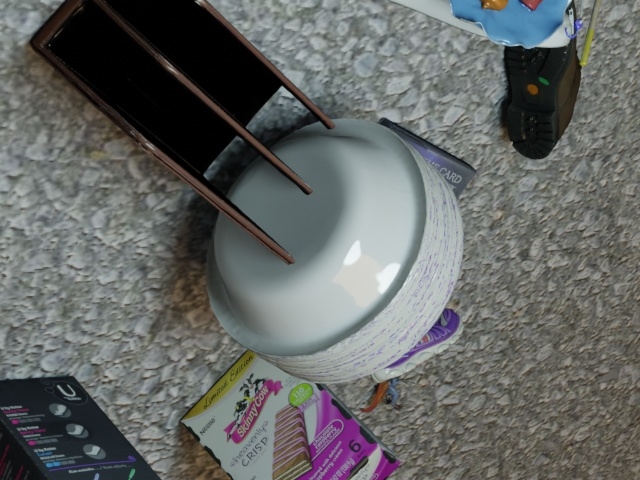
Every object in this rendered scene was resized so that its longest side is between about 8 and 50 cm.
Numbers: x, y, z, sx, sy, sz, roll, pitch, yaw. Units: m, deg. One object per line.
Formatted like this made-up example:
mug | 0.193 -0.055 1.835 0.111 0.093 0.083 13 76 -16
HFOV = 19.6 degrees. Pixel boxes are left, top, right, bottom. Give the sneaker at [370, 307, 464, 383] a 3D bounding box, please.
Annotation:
sneaker | 0.121 0.123 2.412 0.170 0.068 0.071 -29 98 -42

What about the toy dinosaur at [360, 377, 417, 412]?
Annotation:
toy dinosaur | 0.096 0.187 2.468 0.090 0.047 0.082 -19 118 -16

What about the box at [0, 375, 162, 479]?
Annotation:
box | -0.282 0.291 2.006 0.143 0.270 0.165 0 124 -44

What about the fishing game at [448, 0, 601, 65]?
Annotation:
fishing game | 0.188 -0.288 1.901 0.264 0.041 0.189 31 60 -18

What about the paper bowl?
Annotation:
paper bowl | 0.000 0.000 2.003 0.284 0.284 0.148 -50 138 4

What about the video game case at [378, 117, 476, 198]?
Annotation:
video game case | 0.056 -0.007 2.263 0.196 0.026 0.274 24 105 -51

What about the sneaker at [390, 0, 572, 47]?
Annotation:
sneaker | 0.147 -0.291 1.939 0.290 0.106 0.123 19 105 -14

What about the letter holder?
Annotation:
letter holder | -0.103 -0.129 1.841 0.152 0.214 0.302 -48 143 2

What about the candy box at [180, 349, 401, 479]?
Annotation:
candy box | -0.038 0.242 2.226 0.159 0.233 0.071 -47 143 -1

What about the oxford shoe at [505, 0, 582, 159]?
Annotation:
oxford shoe | 0.278 -0.218 2.254 0.096 0.083 0.227 -43 148 -44
